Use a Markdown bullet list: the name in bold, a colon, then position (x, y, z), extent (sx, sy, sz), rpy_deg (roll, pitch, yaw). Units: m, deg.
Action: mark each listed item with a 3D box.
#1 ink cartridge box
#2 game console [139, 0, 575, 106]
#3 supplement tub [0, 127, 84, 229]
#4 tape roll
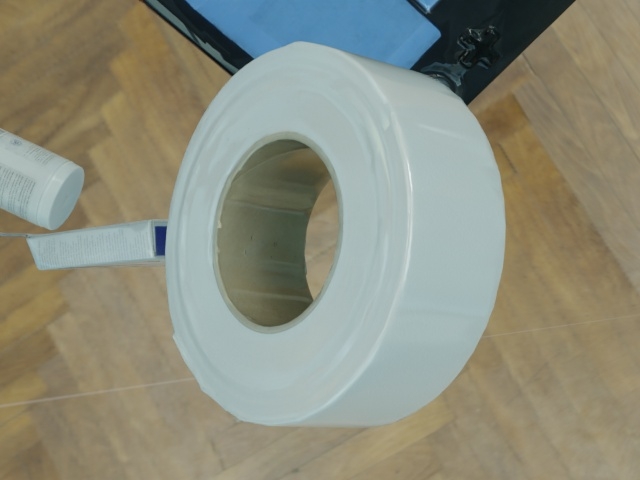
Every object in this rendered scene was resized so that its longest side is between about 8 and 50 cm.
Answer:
- **ink cartridge box**: position (-0.197, 0.007, 1.334), extent (0.224, 0.223, 0.045), rpy_deg (-4, 88, 33)
- **game console**: position (0.039, -0.273, 1.183), extent (0.386, 0.060, 0.342), rpy_deg (38, 112, -27)
- **supplement tub**: position (-0.289, -0.061, 1.166), extent (0.107, 0.071, 0.071), rpy_deg (26, 96, 7)
- **tape roll**: position (0.000, 0.000, 0.922), extent (0.286, 0.100, 0.286), rpy_deg (-9, 77, 47)
